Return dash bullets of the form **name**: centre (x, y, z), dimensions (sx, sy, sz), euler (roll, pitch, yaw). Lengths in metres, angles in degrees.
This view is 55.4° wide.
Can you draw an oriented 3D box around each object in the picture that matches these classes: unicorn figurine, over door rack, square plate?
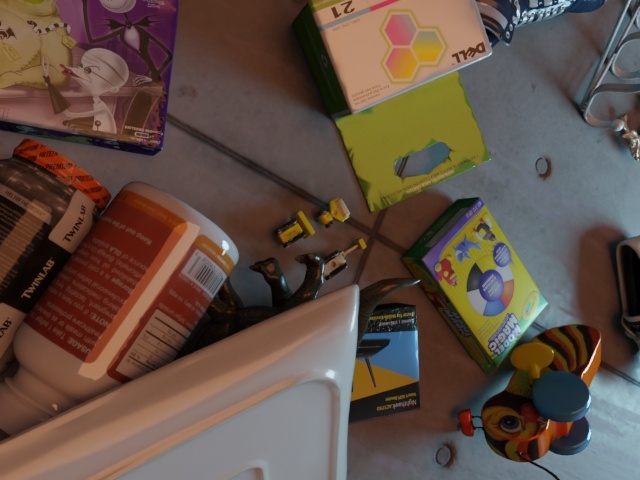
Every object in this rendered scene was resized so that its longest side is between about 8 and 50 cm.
- **unicorn figurine**: centre (0.558, -0.189, 1.006), dimensions (0.162, 0.060, 0.111), euler (-38, 107, -6)
- **over door rack**: centre (0.461, -0.336, 0.845), dimensions (0.239, 0.108, 0.324), euler (-57, 149, -17)
- **square plate**: centre (-0.104, 0.233, 0.555), dimensions (0.344, 0.049, 0.347), euler (-23, 135, -25)

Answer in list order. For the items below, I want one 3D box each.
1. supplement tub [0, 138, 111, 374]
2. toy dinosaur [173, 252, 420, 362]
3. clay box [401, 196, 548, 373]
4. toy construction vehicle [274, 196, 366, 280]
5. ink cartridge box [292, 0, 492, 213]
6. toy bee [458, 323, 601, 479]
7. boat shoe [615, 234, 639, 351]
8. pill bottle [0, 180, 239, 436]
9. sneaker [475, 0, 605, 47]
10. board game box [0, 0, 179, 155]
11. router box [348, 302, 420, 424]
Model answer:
- **supplement tub**: centre (-0.277, 0.012, 0.536), dimensions (0.117, 0.117, 0.190), euler (37, 74, -22)
- **toy dinosaur**: centre (-0.050, 0.103, 0.632), dimensions (0.313, 0.121, 0.160), euler (-16, 97, -4)
- **clay box**: centre (0.220, 0.067, 0.826), dimensions (0.127, 0.053, 0.222), euler (-44, 107, -20)
- **toy construction vehicle**: centre (0.000, 0.000, 0.729), dimensions (0.098, 0.035, 0.086), euler (-36, 94, -26)
- **ink cartridge box**: centre (0.107, -0.182, 0.724), dimensions (0.188, 0.097, 0.255), euler (-25, 100, -9)
- **toy bee**: centre (0.273, 0.219, 0.807), dimensions (0.298, 0.162, 0.195), euler (-33, 124, -55)
- **boat shoe**: centre (0.521, 0.123, 0.957), dimensions (0.088, 0.096, 0.268), euler (-7, 91, -23)
- **pill bottle**: centre (-0.174, 0.067, 0.516), dimensions (0.121, 0.121, 0.216), euler (39, 73, -21)
- **sneaker**: centre (0.275, -0.315, 0.834), dimensions (0.282, 0.099, 0.153), euler (7, 85, -24)
- **board game box**: centre (-0.311, -0.211, 0.564), dimensions (0.346, 0.056, 0.208), euler (7, 82, -27)
- **router box**: centre (0.034, 0.149, 0.733), dimensions (0.179, 0.046, 0.133), euler (-3, 90, -27)
